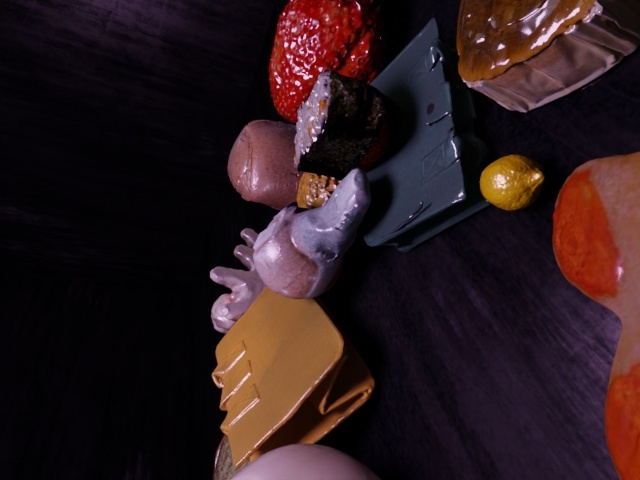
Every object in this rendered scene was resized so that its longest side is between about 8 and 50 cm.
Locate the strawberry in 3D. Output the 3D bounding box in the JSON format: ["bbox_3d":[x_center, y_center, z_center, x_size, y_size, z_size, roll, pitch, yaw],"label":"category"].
[{"bbox_3d":[0.007,-0.375,0.926,0.288,0.250,0.238,-49,32,11],"label":"strawberry"}]

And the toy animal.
[{"bbox_3d":[-0.202,0.126,1.225,0.307,0.266,0.188,55,140,36],"label":"toy animal"}]

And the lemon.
[{"bbox_3d":[0.222,-0.067,0.507,0.092,0.065,0.065,-168,89,-70],"label":"lemon"}]

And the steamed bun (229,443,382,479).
[{"bbox_3d":[-0.005,0.439,0.581,0.324,0.206,0.324,-7,81,44],"label":"steamed bun"}]

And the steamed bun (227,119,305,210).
[{"bbox_3d":[-0.101,-0.214,1.156,0.199,0.252,0.301,-56,33,22],"label":"steamed bun"}]

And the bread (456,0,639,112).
[{"bbox_3d":[0.245,-0.273,0.489,0.192,0.110,0.209,165,114,-64],"label":"bread"}]

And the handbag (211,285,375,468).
[{"bbox_3d":[-0.082,0.245,0.878,0.283,0.133,0.401,-41,25,-3],"label":"handbag"}]

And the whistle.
[{"bbox_3d":[0.000,0.000,0.802,0.348,0.189,0.189,-40,43,47],"label":"whistle"}]

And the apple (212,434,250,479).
[{"bbox_3d":[-0.117,0.483,0.953,0.254,0.179,0.345,57,-147,-64],"label":"apple"}]

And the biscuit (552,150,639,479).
[{"bbox_3d":[0.298,-0.028,0.231,0.394,0.076,0.368,126,154,-51],"label":"biscuit"}]

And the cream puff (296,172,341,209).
[{"bbox_3d":[0.015,-0.101,0.944,0.189,0.130,0.188,-172,90,-70],"label":"cream puff"}]

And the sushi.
[{"bbox_3d":[0.028,-0.180,0.724,0.225,0.126,0.136,168,108,-68],"label":"sushi"}]

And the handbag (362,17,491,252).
[{"bbox_3d":[0.148,-0.159,0.704,0.238,0.090,0.326,-40,44,55],"label":"handbag"}]
